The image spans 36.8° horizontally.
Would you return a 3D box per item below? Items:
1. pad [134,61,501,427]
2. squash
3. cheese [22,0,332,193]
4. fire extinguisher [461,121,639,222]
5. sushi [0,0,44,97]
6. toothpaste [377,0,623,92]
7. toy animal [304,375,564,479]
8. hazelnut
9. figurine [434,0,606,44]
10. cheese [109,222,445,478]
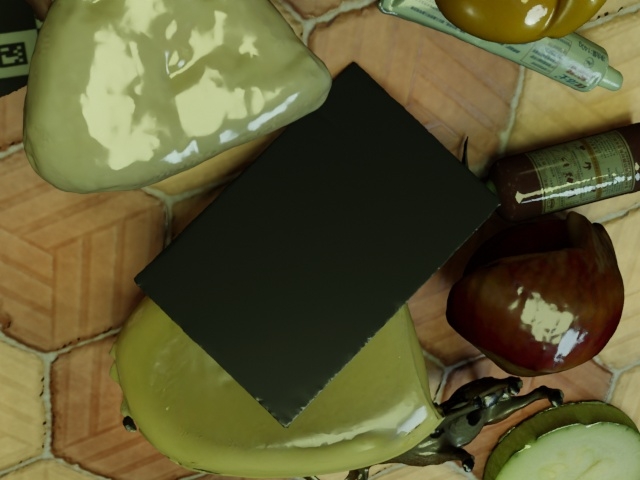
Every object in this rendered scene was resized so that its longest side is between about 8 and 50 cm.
[{"bbox_3d":[0.000,0.000,0.907,0.202,0.005,0.300,44,83,2],"label":"pad"},{"bbox_3d":[0.316,0.302,1.246,0.219,0.041,0.219,-5,124,-8],"label":"squash"},{"bbox_3d":[-0.158,-0.164,0.787,0.248,0.173,0.251,-35,122,-3],"label":"cheese"},{"bbox_3d":[0.235,-0.076,1.000,0.231,0.071,0.099,-13,93,-5],"label":"fire extinguisher"},{"bbox_3d":[-0.381,-0.144,0.759,0.290,0.050,0.264,-27,145,3],"label":"sushi"},{"bbox_3d":[0.183,-0.202,0.924,0.268,0.047,0.069,21,131,-20],"label":"toothpaste"},{"bbox_3d":[0.118,0.215,1.060,0.243,0.260,0.087,-12,81,-27],"label":"toy animal"},{"bbox_3d":[0.229,0.057,1.008,0.170,0.202,0.160,-26,95,28],"label":"hazelnut"},{"bbox_3d":[0.168,-0.289,0.787,0.215,0.215,0.228,-24,141,0],"label":"figurine"},{"bbox_3d":[-0.054,0.111,0.951,0.316,0.128,0.259,-13,80,3],"label":"cheese"}]
